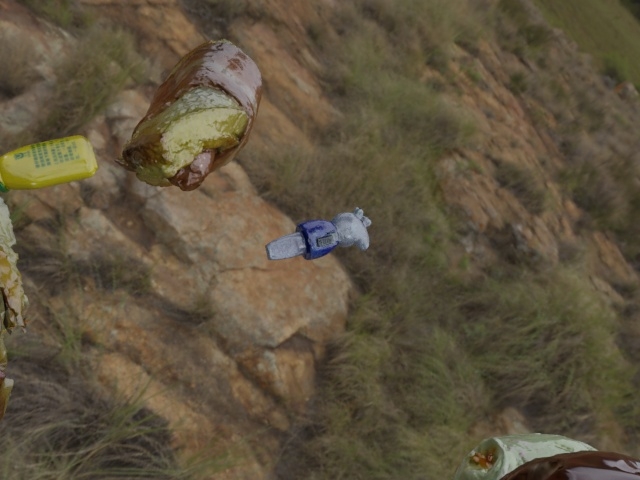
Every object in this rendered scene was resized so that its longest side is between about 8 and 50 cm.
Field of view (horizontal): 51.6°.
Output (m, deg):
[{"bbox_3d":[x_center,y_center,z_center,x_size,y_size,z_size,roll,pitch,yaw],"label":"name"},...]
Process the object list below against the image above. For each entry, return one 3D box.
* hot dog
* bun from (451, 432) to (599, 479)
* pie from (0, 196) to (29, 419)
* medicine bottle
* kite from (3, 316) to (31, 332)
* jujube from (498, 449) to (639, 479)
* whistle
[{"bbox_3d":[-0.109,-0.112,0.620,0.093,0.123,0.262,39,31,-23],"label":"hot dog"},{"bbox_3d":[0.271,0.366,0.930,0.187,0.293,0.293,56,27,5],"label":"bun"},{"bbox_3d":[-0.373,0.057,0.628,0.085,0.308,0.308,-1,62,-56],"label":"pie"},{"bbox_3d":[-0.603,-0.138,1.308,0.308,0.076,0.111,-15,48,-18],"label":"medicine bottle"},{"bbox_3d":[-0.521,0.160,0.992,0.183,0.241,0.014,-27,98,-27],"label":"kite"},{"bbox_3d":[0.195,0.354,0.508,0.276,0.377,0.276,32,2,-2],"label":"jujube"},{"bbox_3d":[0.000,0.000,0.481,0.083,0.029,0.033,-15,101,-20],"label":"whistle"}]
